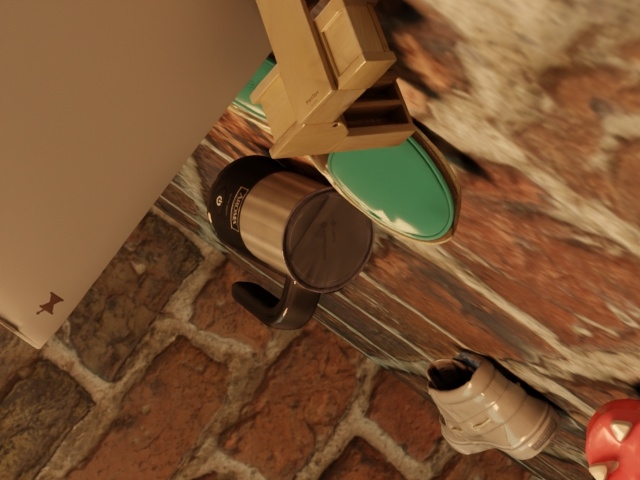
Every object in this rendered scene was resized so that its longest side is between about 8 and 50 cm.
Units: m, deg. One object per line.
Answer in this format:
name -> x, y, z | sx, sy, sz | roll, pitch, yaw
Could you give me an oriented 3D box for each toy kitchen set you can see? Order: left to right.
toy kitchen set -> 0.015, -0.088, 0.558 | 0.083, 0.075, 0.068 | -41, 64, 51

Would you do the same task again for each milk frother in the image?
milk frother -> 0.000, 0.000, 1.037 | 0.143, 0.129, 0.135 | -10, -160, -28

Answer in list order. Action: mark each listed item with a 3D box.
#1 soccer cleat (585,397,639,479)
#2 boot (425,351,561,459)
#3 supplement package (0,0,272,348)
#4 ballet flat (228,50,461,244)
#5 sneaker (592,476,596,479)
soccer cleat -> 0.302, 0.185, 0.886 | 0.248, 0.083, 0.095 | 28, -159, 17
boot -> 0.171, 0.176, 1.445 | 0.123, 0.095, 0.258 | 43, 164, -8
supplement package -> -0.179, -0.114, 0.555 | 0.145, 0.204, 0.262 | 32, 173, 43
ballet flat -> 0.013, -0.062, 0.687 | 0.168, 0.057, 0.052 | 38, -158, 6
sneaker -> 0.382, 0.327, 1.417 | 0.108, 0.100, 0.271 | 6, 156, 49
